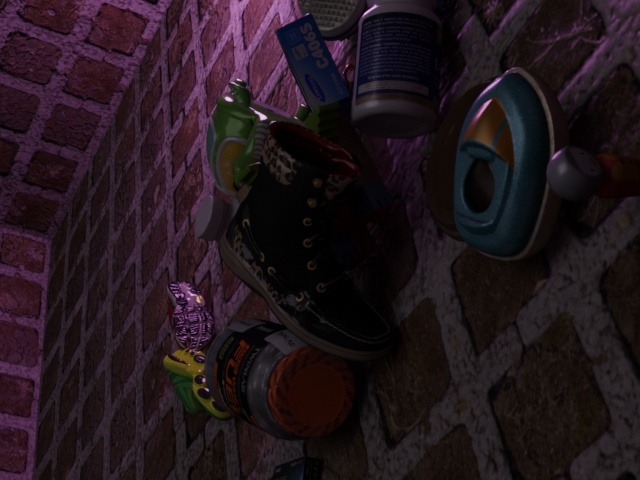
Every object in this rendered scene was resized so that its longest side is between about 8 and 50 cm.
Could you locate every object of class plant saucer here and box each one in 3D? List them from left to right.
[{"bbox_3d":[0.248,-0.136,1.618,0.278,0.041,0.278,-43,38,46],"label":"plant saucer"}]

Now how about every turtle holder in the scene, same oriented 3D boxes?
[{"bbox_3d":[-0.121,-0.192,2.182,0.320,0.243,0.227,39,110,53],"label":"turtle holder"}]

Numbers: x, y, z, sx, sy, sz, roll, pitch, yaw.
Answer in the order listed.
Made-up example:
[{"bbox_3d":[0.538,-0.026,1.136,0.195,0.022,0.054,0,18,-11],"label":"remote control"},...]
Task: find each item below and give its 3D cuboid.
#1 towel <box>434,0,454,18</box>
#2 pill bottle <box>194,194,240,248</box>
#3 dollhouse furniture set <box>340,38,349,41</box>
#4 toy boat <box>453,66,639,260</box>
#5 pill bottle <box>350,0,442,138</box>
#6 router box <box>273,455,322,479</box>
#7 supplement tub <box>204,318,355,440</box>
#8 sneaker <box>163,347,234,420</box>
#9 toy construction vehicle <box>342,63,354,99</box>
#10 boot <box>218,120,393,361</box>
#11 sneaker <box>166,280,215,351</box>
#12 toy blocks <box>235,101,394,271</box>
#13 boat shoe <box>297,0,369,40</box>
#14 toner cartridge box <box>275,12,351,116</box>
[{"bbox_3d":[0.221,-0.578,1.954,0.243,0.040,0.336,13,86,66],"label":"towel"},{"bbox_3d":[-0.143,-0.019,2.131,0.124,0.221,0.124,-42,39,48],"label":"pill bottle"},{"bbox_3d":[0.039,-0.419,2.241,0.151,0.123,0.144,-45,14,-26],"label":"dollhouse furniture set"},{"bbox_3d":[0.279,-0.098,1.361,0.318,0.148,0.267,14,101,59],"label":"toy boat"},{"bbox_3d":[0.137,-0.325,1.808,0.153,0.153,0.264,-19,63,60],"label":"pill bottle"},{"bbox_3d":[-0.045,0.446,1.851,0.122,0.038,0.092,-35,44,53],"label":"router box"},{"bbox_3d":[-0.074,0.250,1.855,0.316,0.194,0.193,3,77,64],"label":"supplement tub"},{"bbox_3d":[-0.253,0.335,2.304,0.295,0.109,0.123,28,137,55],"label":"sneaker"},{"bbox_3d":[0.075,-0.332,2.102,0.086,0.035,0.098,-32,47,55],"label":"toy construction vehicle"},{"bbox_3d":[0.000,0.000,1.717,0.377,0.138,0.284,40,127,28],"label":"boot"},{"bbox_3d":[-0.323,0.209,2.539,0.279,0.107,0.118,-113,27,-58],"label":"sneaker"},{"bbox_3d":[-0.002,-0.048,1.884,0.381,0.191,0.261,-41,73,50],"label":"toy blocks"},{"bbox_3d":[0.054,-0.557,2.123,0.187,0.156,0.500,-27,39,20],"label":"boat shoe"},{"bbox_3d":[-0.007,-0.306,1.944,0.165,0.075,0.348,64,-178,2],"label":"toner cartridge box"}]
